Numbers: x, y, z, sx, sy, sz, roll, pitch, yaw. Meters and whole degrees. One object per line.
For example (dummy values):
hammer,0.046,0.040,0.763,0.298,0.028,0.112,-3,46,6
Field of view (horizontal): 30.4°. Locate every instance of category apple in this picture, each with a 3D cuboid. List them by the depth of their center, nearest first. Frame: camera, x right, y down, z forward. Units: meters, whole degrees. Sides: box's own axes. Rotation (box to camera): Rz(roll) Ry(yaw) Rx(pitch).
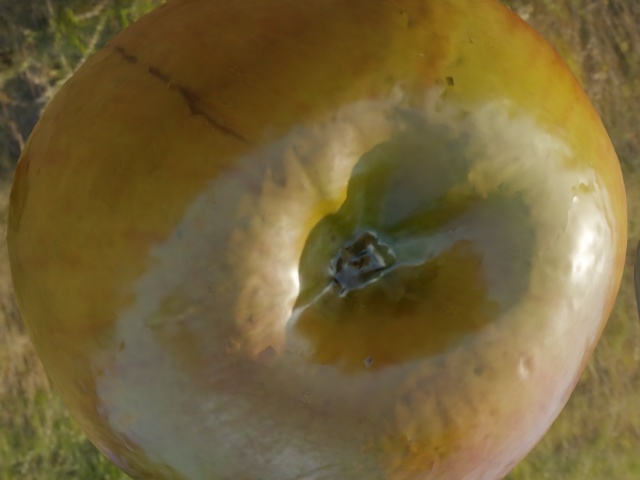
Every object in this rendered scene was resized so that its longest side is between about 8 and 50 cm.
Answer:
apple,0.000,0.000,0.550,0.286,0.286,0.233,-14,-174,-17

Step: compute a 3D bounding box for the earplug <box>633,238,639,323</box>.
earplug,0.404,0.125,1.115,0.175,0.325,0.214,-43,169,17
